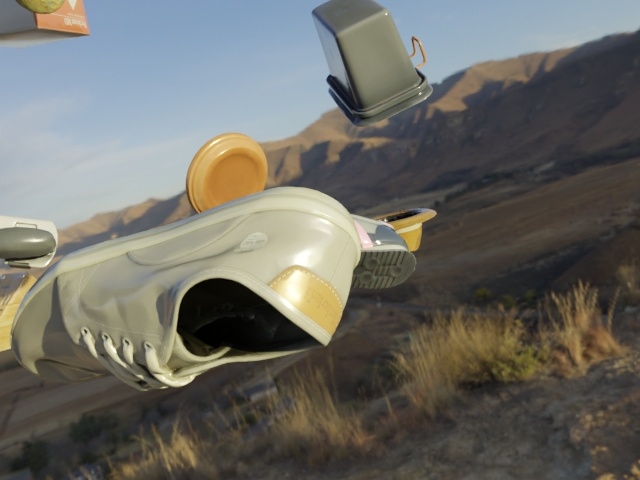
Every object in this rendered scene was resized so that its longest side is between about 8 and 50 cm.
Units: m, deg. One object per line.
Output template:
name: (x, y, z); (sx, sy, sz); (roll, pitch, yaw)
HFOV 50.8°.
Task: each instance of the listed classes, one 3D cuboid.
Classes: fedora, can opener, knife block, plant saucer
fedora: (0.161, -0.014, 1.424); (0.195, 0.079, 0.194); (-14, 8, 2)
can opener: (-0.523, -0.015, 0.960); (0.284, 0.075, 0.095); (7, -21, -12)
knife block: (-0.657, 0.195, 1.557); (0.088, 0.242, 0.275); (-5, 48, 27)
plant saucer: (-0.191, -0.129, 1.436); (0.200, 0.199, 0.037); (-20, 35, -35)

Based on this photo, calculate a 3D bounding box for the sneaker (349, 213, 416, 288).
sneaker: (0.000, 0.000, 1.129); (0.319, 0.112, 0.131); (12, 33, -28)

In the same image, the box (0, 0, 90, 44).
box: (-0.568, -0.530, 1.195); (0.169, 0.345, 0.215); (-7, 13, 8)

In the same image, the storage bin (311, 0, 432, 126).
storage bin: (0.047, -0.189, 0.663); (0.098, 0.091, 0.135); (-26, 35, 1)

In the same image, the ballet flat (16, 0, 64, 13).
ballet flat: (-0.416, -0.496, 0.930); (0.123, 0.348, 0.123); (2, 19, -1)

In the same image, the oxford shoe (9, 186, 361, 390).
oxford shoe: (-0.162, 0.082, 0.655); (0.450, 0.169, 0.130); (-20, 46, 31)
